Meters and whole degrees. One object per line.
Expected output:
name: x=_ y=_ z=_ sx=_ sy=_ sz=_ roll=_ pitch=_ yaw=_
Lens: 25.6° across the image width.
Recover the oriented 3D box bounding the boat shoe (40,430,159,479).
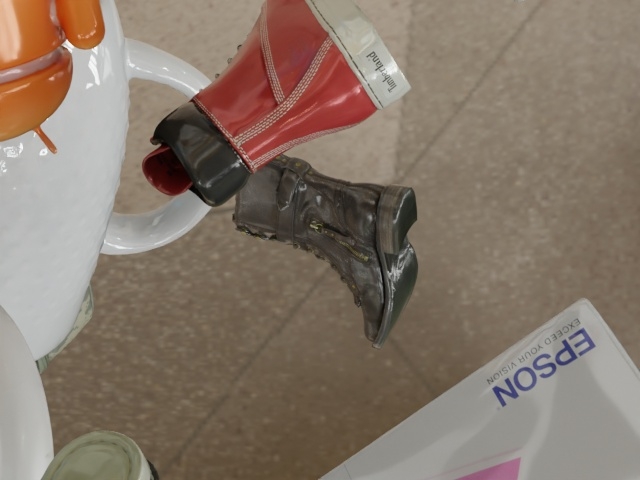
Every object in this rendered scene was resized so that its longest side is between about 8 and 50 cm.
boat shoe: x=-0.152 y=0.216 z=0.767 sx=0.227 sy=0.081 sz=0.068 roll=-60 pitch=149 yaw=-25

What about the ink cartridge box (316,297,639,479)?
ink cartridge box: x=0.174 y=0.265 z=1.156 sx=0.324 sy=0.330 sz=0.071 roll=-36 pitch=144 yaw=9

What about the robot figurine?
robot figurine: x=-0.235 y=-0.159 z=0.941 sx=0.158 sy=0.128 sz=0.219 roll=-18 pitch=115 yaw=-20

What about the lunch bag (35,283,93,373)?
lunch bag: x=-0.436 y=0.058 z=1.565 sx=0.305 sy=0.212 sz=0.256 roll=36 pitch=67 yaw=15

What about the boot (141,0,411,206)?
boot: x=-0.051 y=-0.112 z=0.959 sx=0.176 sy=0.244 sz=0.088 roll=-33 pitch=115 yaw=5

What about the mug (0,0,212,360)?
mug: x=-0.259 y=-0.087 z=1.231 sx=0.374 sy=0.328 sz=0.276 roll=8 pitch=36 yaw=-22

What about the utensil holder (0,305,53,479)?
utensil holder: x=-0.424 y=0.164 z=0.907 sx=0.385 sy=0.328 sz=0.327 roll=12 pitch=79 yaw=-44

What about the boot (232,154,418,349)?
boot: x=0.000 y=0.000 z=1.739 sx=0.091 sy=0.229 sz=0.263 roll=-52 pitch=151 yaw=-50
